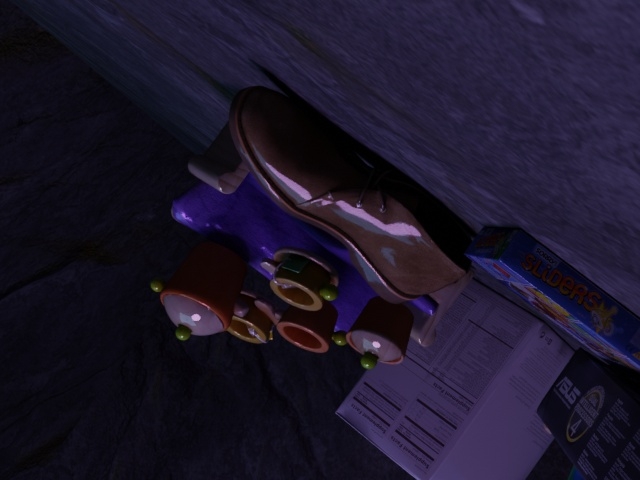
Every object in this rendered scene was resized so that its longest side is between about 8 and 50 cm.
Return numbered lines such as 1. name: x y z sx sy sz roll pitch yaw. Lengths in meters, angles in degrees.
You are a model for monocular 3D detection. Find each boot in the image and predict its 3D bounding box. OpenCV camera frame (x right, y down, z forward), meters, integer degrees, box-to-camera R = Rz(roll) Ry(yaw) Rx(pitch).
1. boot: 0.039 -0.057 1.229 0.305 0.112 0.115 42 145 -24

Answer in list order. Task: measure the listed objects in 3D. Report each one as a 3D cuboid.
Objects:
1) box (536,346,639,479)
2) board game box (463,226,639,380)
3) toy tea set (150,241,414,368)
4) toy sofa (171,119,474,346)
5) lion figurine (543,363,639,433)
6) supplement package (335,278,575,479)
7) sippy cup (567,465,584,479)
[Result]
1. box: 0.378 0.256 1.070 0.318 0.097 0.395 31 -173 -6
2. board game box: 0.233 0.061 1.108 0.201 0.035 0.136 37 177 -6
3. toy tea set: -0.052 0.103 1.490 0.336 0.124 0.200 1 145 42
4. toy sofa: 0.000 0.000 1.528 0.362 0.177 0.150 38 177 -24
5. lion figurine: 0.406 0.314 1.347 0.392 0.142 0.240 59 -171 16
6. supplement package: 0.204 0.213 1.681 0.198 0.263 0.199 33 176 44
7. sippy cup: 0.480 0.377 1.736 0.224 0.240 0.305 25 -145 8
